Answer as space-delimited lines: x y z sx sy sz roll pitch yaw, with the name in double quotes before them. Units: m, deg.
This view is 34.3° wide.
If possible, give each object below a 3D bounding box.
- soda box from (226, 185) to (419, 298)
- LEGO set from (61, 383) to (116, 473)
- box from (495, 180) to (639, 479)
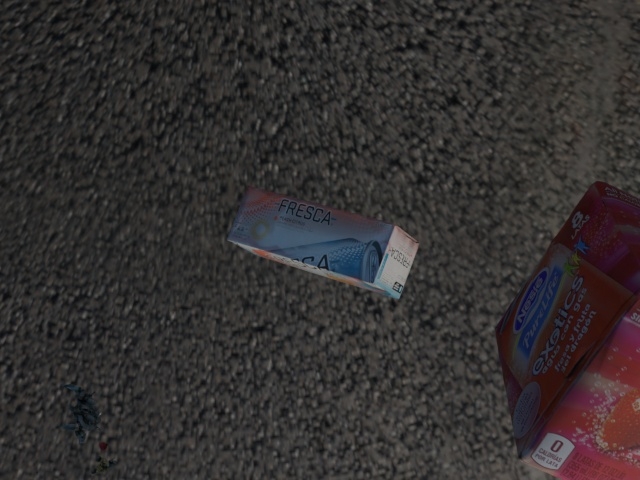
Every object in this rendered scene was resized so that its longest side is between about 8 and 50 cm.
"soda box" 0.000 0.000 1.013 0.058 0.183 0.063 31 77 -54
"LEGO set" -0.196 0.159 0.895 0.023 0.054 0.083 -28 102 18
"box" 0.239 0.088 0.575 0.256 0.128 0.123 24 115 -9
